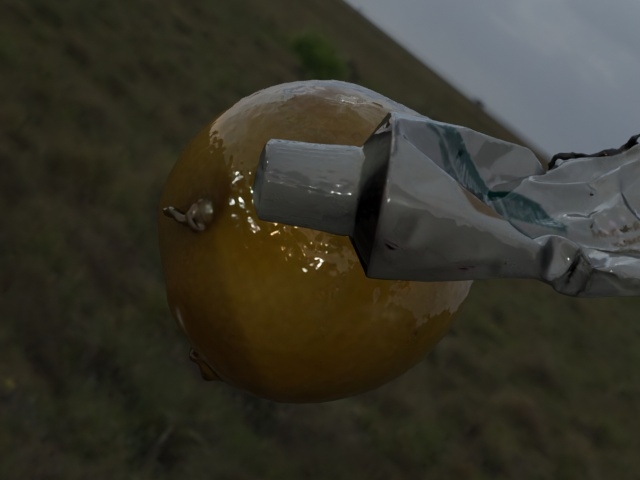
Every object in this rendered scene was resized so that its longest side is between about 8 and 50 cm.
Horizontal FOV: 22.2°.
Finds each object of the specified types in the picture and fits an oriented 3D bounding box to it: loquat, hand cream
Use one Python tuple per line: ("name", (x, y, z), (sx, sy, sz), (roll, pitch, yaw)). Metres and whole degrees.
("loquat", (0.000, 0.000, 0.683), (0.141, 0.141, 0.141), (38, 7, -6))
("hand cream", (0.108, -0.020, 0.488), (0.084, 0.256, 0.050), (-95, 179, -53))
